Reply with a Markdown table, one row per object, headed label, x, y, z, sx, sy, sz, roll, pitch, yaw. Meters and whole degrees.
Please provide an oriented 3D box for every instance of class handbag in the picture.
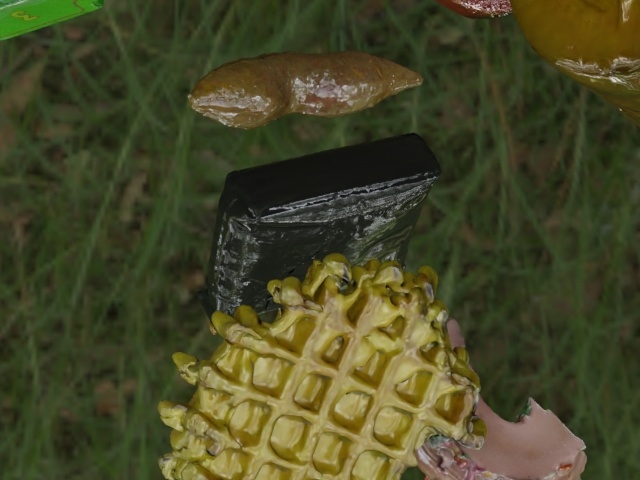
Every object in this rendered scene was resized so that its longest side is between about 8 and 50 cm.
| label | x | y | z | sx | sy | sz | roll | pitch | yaw |
| --- | --- | --- | --- | --- | --- | --- | --- | --- | --- |
| handbag | 0.000 | 0.000 | 1.652 | 0.247 | 0.080 | 0.223 | -13 | 144 | -21 |

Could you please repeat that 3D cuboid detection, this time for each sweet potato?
| label | x | y | z | sx | sy | sz | roll | pitch | yaw |
| --- | --- | --- | --- | --- | --- | --- | --- | --- | --- |
| sweet potato | -0.013 | -0.120 | 1.197 | 0.218 | 0.065 | 0.051 | -12 | 130 | -35 |

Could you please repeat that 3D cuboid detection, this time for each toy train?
| label | x | y | z | sx | sy | sz | roll | pitch | yaw |
| --- | --- | --- | --- | --- | --- | --- | --- | --- | --- |
| toy train | -0.369 | -0.320 | 1.831 | 0.243 | 0.132 | 0.188 | -11 | 168 | 34 |

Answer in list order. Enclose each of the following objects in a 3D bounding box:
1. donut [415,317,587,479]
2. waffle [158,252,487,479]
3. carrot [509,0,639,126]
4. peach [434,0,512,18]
| label | x | y | z | sx | sy | sz | roll | pitch | yaw |
| --- | --- | --- | --- | --- | --- | --- | --- | --- | --- |
| donut | 0.109 | 0.143 | 1.133 | 0.166 | 0.117 | 0.065 | 43 | 135 | 7 |
| waffle | 0.006 | 0.127 | 1.019 | 0.229 | 0.051 | 0.231 | -24 | 112 | -16 |
| carrot | 0.303 | -0.203 | 1.244 | 0.241 | 0.241 | 0.341 | -30 | 152 | 29 |
| peach | 0.210 | -0.382 | 1.794 | 0.245 | 0.248 | 0.275 | 15 | -179 | -45 |
